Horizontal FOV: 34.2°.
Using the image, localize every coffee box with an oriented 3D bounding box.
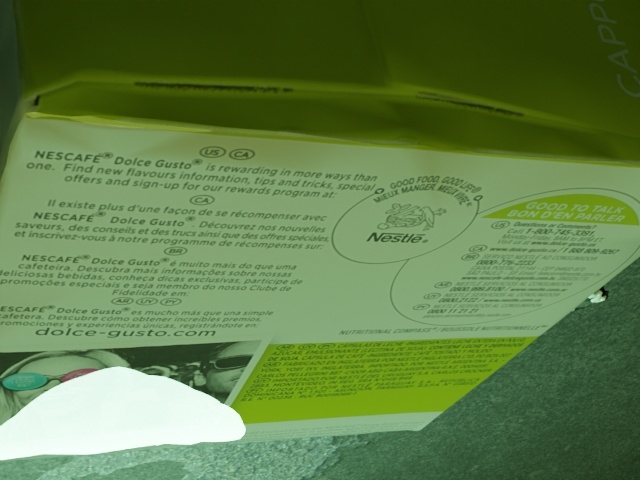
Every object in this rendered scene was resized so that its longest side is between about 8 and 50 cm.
[{"bbox_3d":[-0.045,-0.094,0.608,0.338,0.337,0.334,2,148,-26],"label":"coffee box"}]

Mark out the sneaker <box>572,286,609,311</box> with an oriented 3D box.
[{"bbox_3d":[0.355,0.060,1.572,0.106,0.078,0.234,-33,146,15],"label":"sneaker"}]
